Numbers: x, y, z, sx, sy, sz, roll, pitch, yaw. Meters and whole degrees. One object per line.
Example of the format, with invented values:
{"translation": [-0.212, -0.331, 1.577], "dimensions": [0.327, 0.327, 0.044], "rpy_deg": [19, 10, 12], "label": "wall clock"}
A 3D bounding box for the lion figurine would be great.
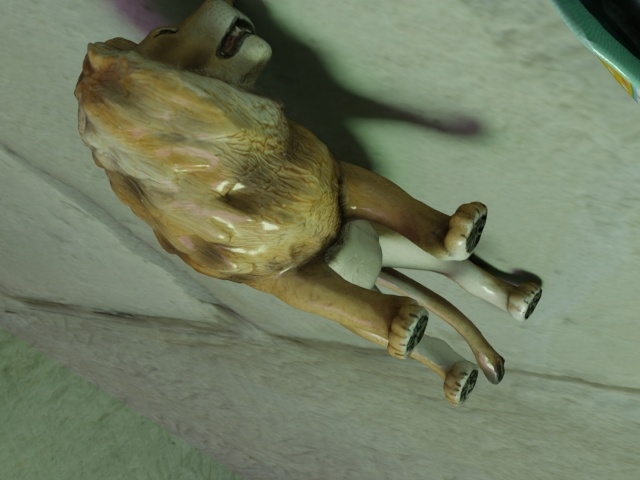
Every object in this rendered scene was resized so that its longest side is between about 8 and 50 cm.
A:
{"translation": [0.000, 0.000, 0.846], "dimensions": [0.240, 0.142, 0.392], "rpy_deg": [24, 166, 23], "label": "lion figurine"}

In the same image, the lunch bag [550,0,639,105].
{"translation": [0.184, -0.075, 0.412], "dimensions": [0.262, 0.160, 0.223], "rpy_deg": [19, 166, 48], "label": "lunch bag"}
